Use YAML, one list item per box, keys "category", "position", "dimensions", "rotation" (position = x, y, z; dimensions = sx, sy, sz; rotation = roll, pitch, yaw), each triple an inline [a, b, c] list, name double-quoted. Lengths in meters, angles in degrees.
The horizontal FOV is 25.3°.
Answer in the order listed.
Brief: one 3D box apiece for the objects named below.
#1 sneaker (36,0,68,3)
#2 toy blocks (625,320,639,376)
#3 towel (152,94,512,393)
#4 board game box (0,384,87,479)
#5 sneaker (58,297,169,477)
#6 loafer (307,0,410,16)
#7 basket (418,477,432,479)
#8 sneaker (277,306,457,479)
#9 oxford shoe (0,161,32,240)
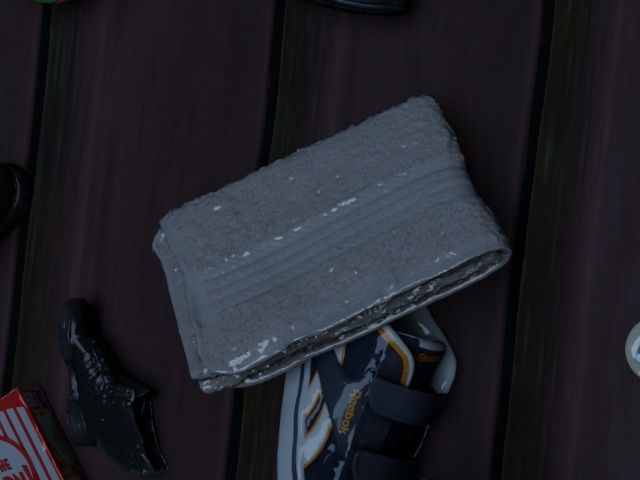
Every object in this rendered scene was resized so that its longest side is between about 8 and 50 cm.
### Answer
- category: "sneaker"
  position: [-0.175, -0.445, 1.308]
  dimensions: [0.202, 0.185, 0.483]
  rotation: [46, 101, 13]
- category: "toy blocks"
  position: [0.288, 0.055, 1.120]
  dimensions: [0.054, 0.148, 0.123]
  rotation: [34, 99, 19]
- category: "towel"
  position: [0.000, 0.000, 1.195]
  dimensions: [0.282, 0.049, 0.187]
  rotation: [-26, 54, 7]
- category: "board game box"
  position: [-0.293, 0.260, 1.380]
  dimensions: [0.146, 0.045, 0.193]
  rotation: [-35, 75, 15]
- category: "sneaker"
  position: [-0.195, 0.138, 1.351]
  dimensions: [0.089, 0.051, 0.170]
  rotation: [-4, 90, 20]
- category: "loafer"
  position: [-0.016, -0.260, 1.292]
  dimensions: [0.223, 0.076, 0.078]
  rotation: [24, 103, 24]
- category: "basket"
  position: [0.094, 0.332, 1.094]
  dimensions: [0.223, 0.299, 0.214]
  rotation: [24, 95, 20]
- category: "sneaker"
  position: [0.041, 0.144, 1.219]
  dimensions: [0.127, 0.126, 0.321]
  rotation: [-2, 84, 26]
- category: "oxford shoe"
  position: [-0.378, 0.019, 1.402]
  dimensions: [0.082, 0.096, 0.227]
  rotation: [31, 99, 18]
